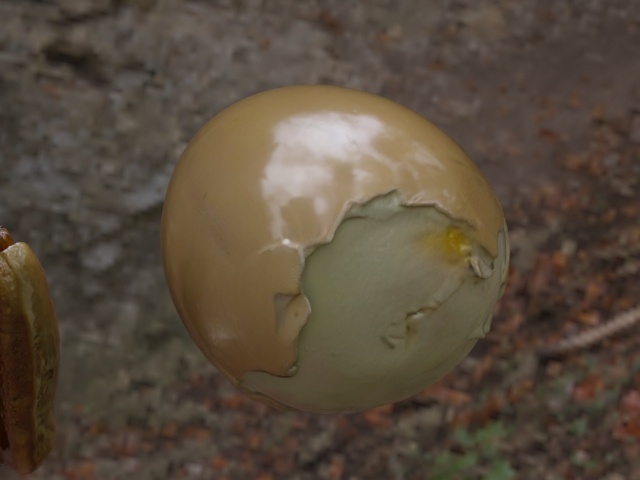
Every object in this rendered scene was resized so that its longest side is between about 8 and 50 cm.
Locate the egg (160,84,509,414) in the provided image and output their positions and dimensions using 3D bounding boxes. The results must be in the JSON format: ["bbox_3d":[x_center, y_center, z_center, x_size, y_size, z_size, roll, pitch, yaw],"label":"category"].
[{"bbox_3d":[0.000,0.000,1.206,0.201,0.201,0.244,0,27,-35],"label":"egg"}]

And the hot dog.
[{"bbox_3d":[-0.215,0.079,1.266,0.092,0.235,0.062,8,47,-2],"label":"hot dog"}]
